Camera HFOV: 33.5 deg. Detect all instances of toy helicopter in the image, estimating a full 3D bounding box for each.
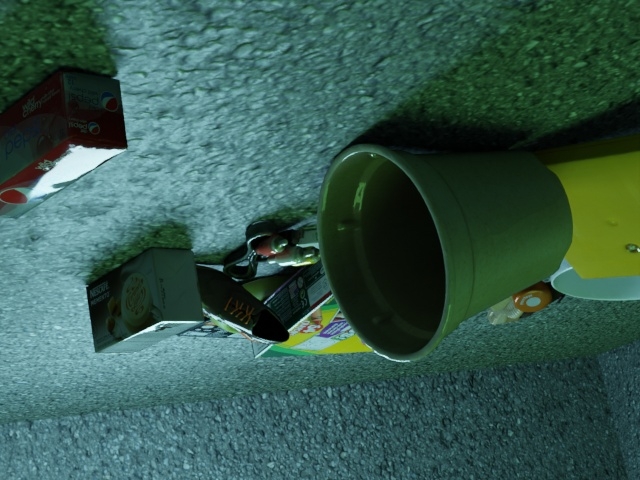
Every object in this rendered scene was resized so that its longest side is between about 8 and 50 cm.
[{"bbox_3d":[0.320,0.104,2.368,0.355,0.140,0.235,-33,133,28],"label":"toy helicopter"}]

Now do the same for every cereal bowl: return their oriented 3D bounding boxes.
[{"bbox_3d":[0.655,0.018,2.241,0.339,0.141,0.339,1,161,0],"label":"cereal bowl"}]

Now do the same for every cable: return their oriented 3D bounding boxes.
[{"bbox_3d":[-0.118,0.034,1.974,0.139,0.072,0.287,17,153,-34],"label":"cable"}]

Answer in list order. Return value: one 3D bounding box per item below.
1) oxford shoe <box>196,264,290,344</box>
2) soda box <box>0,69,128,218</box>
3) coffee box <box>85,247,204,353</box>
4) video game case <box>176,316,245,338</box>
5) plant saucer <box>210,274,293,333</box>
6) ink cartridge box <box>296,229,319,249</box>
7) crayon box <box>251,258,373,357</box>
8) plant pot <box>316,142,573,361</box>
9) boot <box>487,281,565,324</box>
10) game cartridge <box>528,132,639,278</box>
[{"bbox_3d":[-0.167,0.126,2.099,0.271,0.097,0.098,32,169,-35],"label":"oxford shoe"},{"bbox_3d":[-0.344,-0.110,1.289,0.083,0.092,0.263,7,157,-44],"label":"soda box"},{"bbox_3d":[-0.336,0.118,2.011,0.098,0.141,0.246,3,160,-41],"label":"coffee box"},{"bbox_3d":[-0.172,0.187,2.549,0.248,0.035,0.275,-23,159,38],"label":"video game case"},{"bbox_3d":[-0.127,0.151,2.357,0.241,0.037,0.241,-14,154,-7],"label":"plant saucer"},{"bbox_3d":[0.000,0.000,2.015,0.115,0.029,0.063,-7,163,-17],"label":"ink cartridge box"},{"bbox_3d":[0.065,0.137,2.247,0.313,0.106,0.363,1,154,-31],"label":"crayon box"},{"bbox_3d":[0.210,-0.012,1.664,0.305,0.334,0.334,-15,169,-31],"label":"plant pot"},{"bbox_3d":[0.520,0.122,2.556,0.207,0.090,0.248,-22,166,-14],"label":"boot"},{"bbox_3d":[0.494,-0.049,1.778,0.285,0.053,0.324,-6,139,43],"label":"game cartridge"}]
